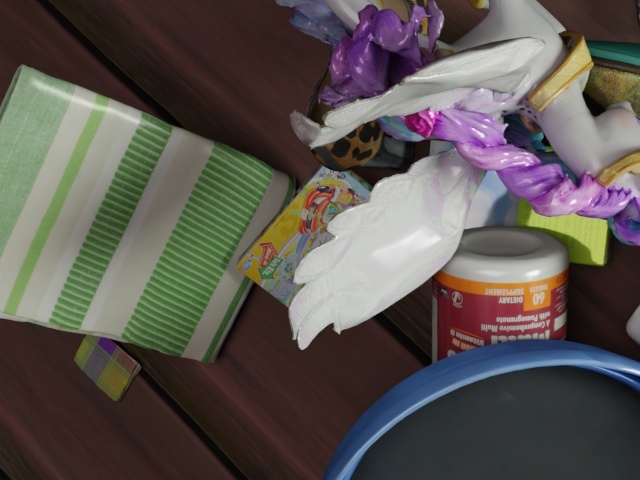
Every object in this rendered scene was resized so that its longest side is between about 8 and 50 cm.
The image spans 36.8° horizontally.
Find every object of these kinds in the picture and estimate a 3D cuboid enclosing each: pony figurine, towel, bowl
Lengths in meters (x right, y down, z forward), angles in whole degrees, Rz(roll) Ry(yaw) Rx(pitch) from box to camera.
[{"bbox_3d":[0.099,-0.116,0.738,0.351,0.303,0.363,-20,64,-18],"label":"pony figurine"},{"bbox_3d":[-0.255,0.147,1.148,0.083,0.009,0.060,37,106,20],"label":"towel"},{"bbox_3d":[0.178,0.265,0.827,0.391,0.077,0.391,-1,108,-4],"label":"bowl"},{"bbox_3d":[-0.196,-0.009,0.969,0.248,0.324,0.038,-62,36,13],"label":"towel"}]

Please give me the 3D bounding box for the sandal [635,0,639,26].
[{"bbox_3d":[0.307,-0.269,0.869,0.067,0.040,0.179,-2,95,24],"label":"sandal"}]

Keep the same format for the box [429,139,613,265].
[{"bbox_3d":[0.191,-0.039,0.924,0.178,0.042,0.109,7,94,24],"label":"box"}]

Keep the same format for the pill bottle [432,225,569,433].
[{"bbox_3d":[0.162,0.107,0.880,0.121,0.121,0.221,6,109,24],"label":"pill bottle"}]

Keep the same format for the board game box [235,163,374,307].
[{"bbox_3d":[0.000,0.000,0.996,0.103,0.026,0.154,38,108,-11],"label":"board game box"}]

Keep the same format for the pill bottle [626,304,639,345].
[{"bbox_3d":[0.419,0.109,0.754,0.318,0.176,0.176,42,107,17],"label":"pill bottle"}]

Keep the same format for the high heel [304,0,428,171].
[{"bbox_3d":[0.035,-0.195,0.910,0.093,0.186,0.261,-4,90,28],"label":"high heel"}]

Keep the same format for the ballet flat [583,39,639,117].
[{"bbox_3d":[0.369,-0.106,0.811,0.348,0.123,0.123,7,95,24],"label":"ballet flat"}]
